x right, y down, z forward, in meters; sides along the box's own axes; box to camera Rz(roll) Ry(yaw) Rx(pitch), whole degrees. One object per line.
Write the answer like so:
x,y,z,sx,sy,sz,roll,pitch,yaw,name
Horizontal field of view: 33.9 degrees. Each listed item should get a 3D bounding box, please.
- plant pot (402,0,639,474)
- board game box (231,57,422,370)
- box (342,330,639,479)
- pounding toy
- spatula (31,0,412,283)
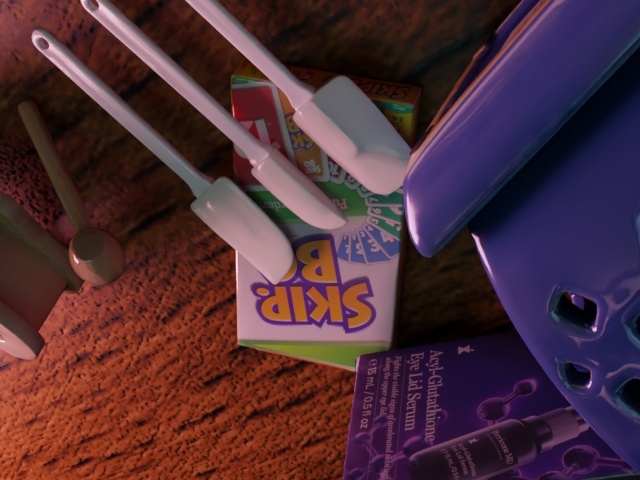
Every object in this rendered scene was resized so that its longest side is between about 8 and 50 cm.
0.188,-0.057,0.526,0.212,0.236,0.236,39,128,-2,plant pot
0.000,0.000,0.755,0.124,0.039,0.259,11,130,13,board game box
0.129,0.150,0.720,0.207,0.153,0.108,-12,122,15,box
-0.254,-0.014,0.813,0.270,0.154,0.154,22,158,16,pounding toy
-0.068,-0.090,0.688,0.242,0.019,0.168,44,134,-9,spatula
